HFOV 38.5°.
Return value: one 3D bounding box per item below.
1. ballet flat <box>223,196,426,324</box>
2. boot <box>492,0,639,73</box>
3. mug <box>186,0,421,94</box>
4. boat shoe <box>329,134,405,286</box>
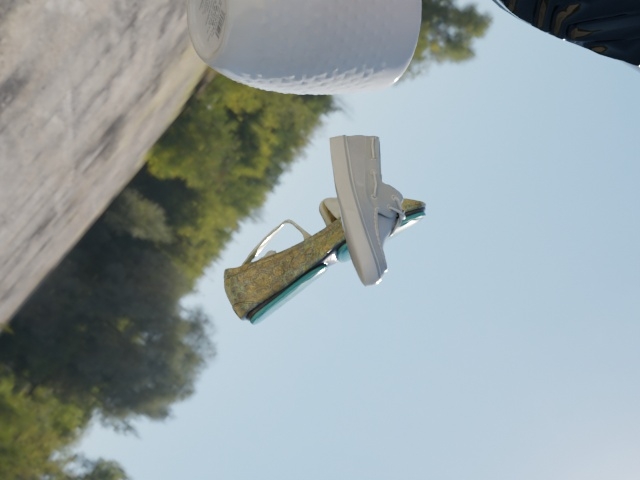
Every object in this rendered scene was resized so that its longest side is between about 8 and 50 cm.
[{"bbox_3d":[0.000,0.000,1.449,0.348,0.123,0.123,-32,-170,-4],"label":"ballet flat"},{"bbox_3d":[0.160,-0.126,0.428,0.207,0.246,0.094,-95,-152,-61],"label":"boot"},{"bbox_3d":[-0.024,-0.409,1.500,0.328,0.276,0.374,-7,152,-30],"label":"mug"},{"bbox_3d":[0.050,-0.035,0.890,0.063,0.066,0.184,-10,-137,0],"label":"boat shoe"}]
